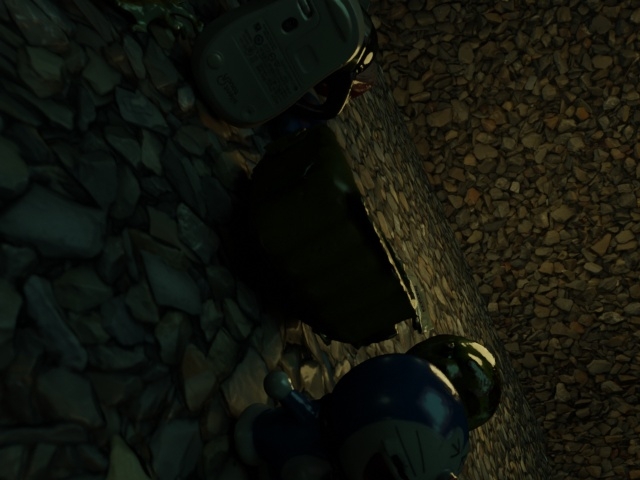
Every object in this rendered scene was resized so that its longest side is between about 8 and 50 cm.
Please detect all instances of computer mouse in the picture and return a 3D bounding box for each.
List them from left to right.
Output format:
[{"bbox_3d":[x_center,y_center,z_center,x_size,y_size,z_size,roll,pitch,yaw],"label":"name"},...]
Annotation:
[{"bbox_3d":[-0.071,-0.322,0.858,0.184,0.296,0.121,52,3,-36],"label":"computer mouse"}]

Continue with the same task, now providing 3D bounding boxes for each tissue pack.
[{"bbox_3d":[0.284,0.172,1.525,0.122,0.026,0.193,8,61,-65],"label":"tissue pack"}]

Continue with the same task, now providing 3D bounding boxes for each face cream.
[{"bbox_3d":[-0.036,-0.241,1.092,0.149,0.083,0.264,25,45,-47],"label":"face cream"}]

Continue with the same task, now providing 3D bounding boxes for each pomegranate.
[{"bbox_3d":[0.264,0.337,1.078,0.204,0.221,0.277,18,69,-84],"label":"pomegranate"}]

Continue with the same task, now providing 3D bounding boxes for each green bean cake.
[{"bbox_3d":[0.000,0.000,0.822,0.310,0.202,0.285,59,11,-24],"label":"green bean cake"}]

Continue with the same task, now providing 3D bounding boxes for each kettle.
[{"bbox_3d":[-0.014,-0.397,0.997,0.271,0.207,0.251,18,56,-18],"label":"kettle"}]

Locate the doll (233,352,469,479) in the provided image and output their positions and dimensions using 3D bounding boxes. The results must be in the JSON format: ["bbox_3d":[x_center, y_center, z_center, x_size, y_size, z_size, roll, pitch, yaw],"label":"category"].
[{"bbox_3d":[0.035,0.221,0.579,0.161,0.256,0.215,-86,151,-62],"label":"doll"}]

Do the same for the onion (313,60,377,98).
[{"bbox_3d":[0.004,-0.444,1.303,0.267,0.159,0.349,47,34,-17],"label":"onion"}]

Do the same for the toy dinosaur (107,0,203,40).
[{"bbox_3d":[-0.249,-0.352,0.767,0.142,0.057,0.212,25,31,-33],"label":"toy dinosaur"}]
